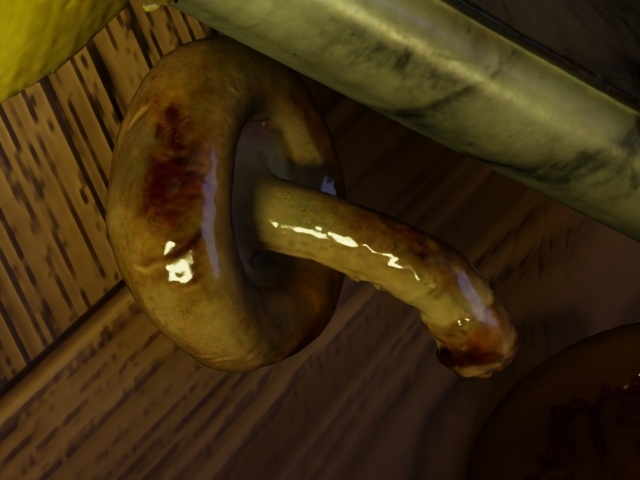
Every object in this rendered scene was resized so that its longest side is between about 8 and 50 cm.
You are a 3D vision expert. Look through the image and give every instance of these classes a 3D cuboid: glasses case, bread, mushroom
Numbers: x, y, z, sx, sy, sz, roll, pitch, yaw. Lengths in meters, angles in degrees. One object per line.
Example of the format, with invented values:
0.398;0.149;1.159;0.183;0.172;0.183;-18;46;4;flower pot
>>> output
0.067;-0.054;0.565;0.299;0.060;0.114;23;24;-35;glasses case
0.114;0.094;0.629;0.156;0.125;0.086;-45;138;-1;bread
-0.007;0.006;0.517;0.129;0.073;0.088;40;33;-1;mushroom

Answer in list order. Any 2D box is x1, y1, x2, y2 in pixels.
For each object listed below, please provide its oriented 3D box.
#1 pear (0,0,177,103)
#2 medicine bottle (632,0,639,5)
-0.086;-0.155;0.329;0.267;0.178;0.267;15;62;-31;pear
0.117;-0.096;0.672;0.309;0.111;0.076;49;45;-48;medicine bottle
